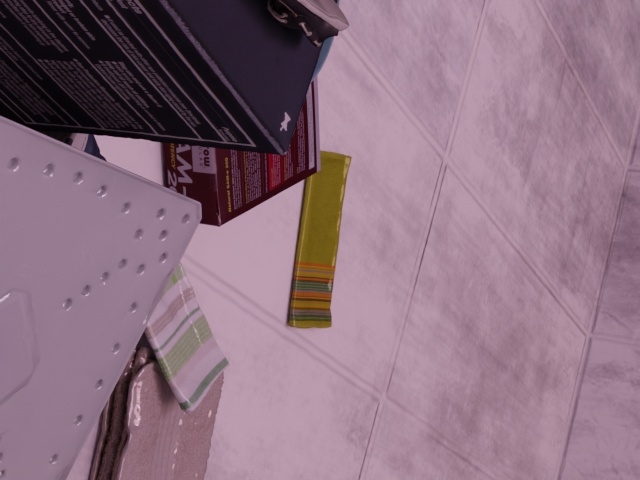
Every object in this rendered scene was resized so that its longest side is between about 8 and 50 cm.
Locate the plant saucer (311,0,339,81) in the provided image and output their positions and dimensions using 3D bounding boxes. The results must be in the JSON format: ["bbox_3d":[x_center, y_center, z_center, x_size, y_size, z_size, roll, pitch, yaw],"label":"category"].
[{"bbox_3d":[-0.082,-0.309,1.560,0.317,0.044,0.317,5,84,-56],"label":"plant saucer"}]

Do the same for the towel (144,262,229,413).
[{"bbox_3d":[-0.152,0.098,1.551,0.152,0.023,0.113,68,24,-17],"label":"towel"}]

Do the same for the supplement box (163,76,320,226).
[{"bbox_3d":[-0.086,-0.113,1.630,0.239,0.073,0.130,-32,125,-57],"label":"supplement box"}]

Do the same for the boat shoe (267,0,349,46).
[{"bbox_3d":[-0.020,-0.185,1.126,0.046,0.038,0.125,58,17,18],"label":"boat shoe"}]

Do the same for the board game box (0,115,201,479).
[{"bbox_3d":[-0.296,0.093,1.181,0.390,0.050,0.390,-62,152,2],"label":"board game box"}]

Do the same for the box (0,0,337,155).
[{"bbox_3d":[-0.181,-0.224,1.169,0.296,0.294,0.182,51,53,-56],"label":"box"}]

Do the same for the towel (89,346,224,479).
[{"bbox_3d":[-0.184,0.259,1.572,0.187,0.049,0.282,15,84,-62],"label":"towel"}]

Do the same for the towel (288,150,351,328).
[{"bbox_3d":[0.000,0.000,1.889,0.102,0.021,0.237,3,95,-64],"label":"towel"}]

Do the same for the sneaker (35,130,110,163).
[{"bbox_3d":[-0.247,0.007,1.335,0.226,0.086,0.163,-66,147,-30],"label":"sneaker"}]
